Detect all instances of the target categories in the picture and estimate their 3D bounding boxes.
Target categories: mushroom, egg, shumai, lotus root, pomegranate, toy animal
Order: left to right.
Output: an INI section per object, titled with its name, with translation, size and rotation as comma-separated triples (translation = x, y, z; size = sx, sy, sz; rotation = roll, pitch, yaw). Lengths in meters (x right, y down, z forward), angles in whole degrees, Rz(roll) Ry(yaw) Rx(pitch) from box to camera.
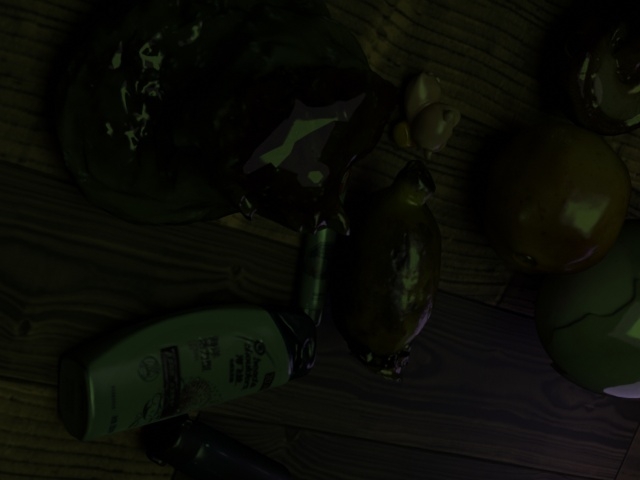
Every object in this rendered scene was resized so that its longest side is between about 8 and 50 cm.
[shumai]
translation = -0.070, -0.138, 1.744
size = 0.397, 0.323, 0.324
rotation = -9, 114, -38
[lotus root]
translation = 0.090, 0.036, 2.082
size = 0.141, 0.169, 0.314
rotation = 9, 108, -6
[toy animal]
translation = 0.158, -0.170, 2.101
size = 0.091, 0.082, 0.114
rotation = -1, 109, -43
[pomegranate]
translation = 0.340, -0.056, 2.226
size = 0.233, 0.233, 0.233
rotation = -19, 122, -35
[mushroom]
translation = 0.432, -0.262, 2.280
size = 0.231, 0.138, 0.194
rotation = -11, 131, -26
[egg]
translation = 0.473, 0.105, 2.380
size = 0.336, 0.278, 0.278
rotation = 0, 110, -42

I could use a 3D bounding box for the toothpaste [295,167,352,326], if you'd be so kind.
[toothpaste]
translation = 0.000, 0.000, 2.074
size = 0.062, 0.039, 0.239
rotation = -1, 108, -34

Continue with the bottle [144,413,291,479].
[bottle]
translation = -0.139, 0.298, 2.066
size = 0.082, 0.072, 0.244
rotation = -45, 136, 7

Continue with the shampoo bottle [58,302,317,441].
[shampoo bottle]
translation = -0.162, 0.151, 1.972
size = 0.359, 0.078, 0.134
rotation = -12, 112, -37
